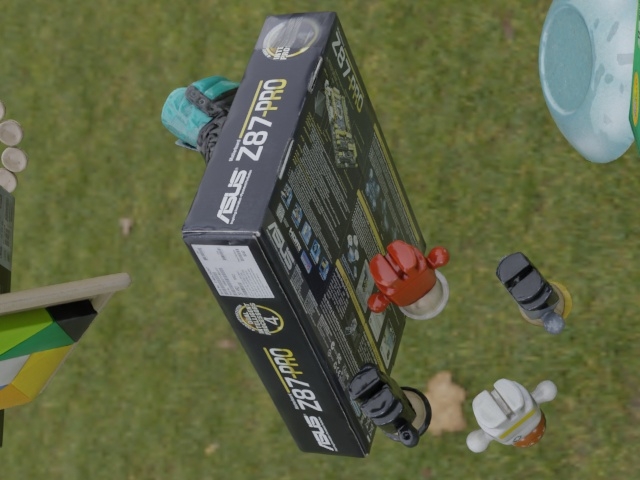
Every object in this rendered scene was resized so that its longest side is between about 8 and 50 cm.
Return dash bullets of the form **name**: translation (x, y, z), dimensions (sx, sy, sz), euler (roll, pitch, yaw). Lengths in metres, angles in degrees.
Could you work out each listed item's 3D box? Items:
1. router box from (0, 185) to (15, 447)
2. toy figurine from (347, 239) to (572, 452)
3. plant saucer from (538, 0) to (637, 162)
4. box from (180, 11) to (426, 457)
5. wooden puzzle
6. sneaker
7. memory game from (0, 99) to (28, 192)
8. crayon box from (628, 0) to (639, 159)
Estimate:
- **router box**: translation (-0.492, 0.088, 1.609), dimensions (0.243, 0.081, 0.308), euler (-2, 76, 5)
- **toy figurine**: translation (0.145, 0.112, 1.412), dimensions (0.210, 0.148, 0.213), euler (2, 73, 21)
- **plant saucer**: translation (0.243, -0.167, 1.277), dimensions (0.195, 0.038, 0.194), euler (175, 90, -73)
- **box**: translation (0.000, 0.000, 1.503), dimensions (0.097, 0.395, 0.318), euler (1, 51, 24)
- **wooden puzzle**: translation (-0.315, 0.117, 1.325), dimensions (0.239, 0.221, 0.044), euler (-45, 68, 37)
- **sneaker**: translation (-0.150, -0.131, 1.909), dimensions (0.178, 0.295, 0.123), euler (26, 131, 7)
- **memory game**: translation (-0.489, -0.130, 1.882), dimensions (0.186, 0.186, 0.012), euler (-62, 7, 27)
- **crayon box**: translation (0.318, -0.187, 0.993), dimensions (0.081, 0.165, 0.278), euler (-86, -7, -54)
